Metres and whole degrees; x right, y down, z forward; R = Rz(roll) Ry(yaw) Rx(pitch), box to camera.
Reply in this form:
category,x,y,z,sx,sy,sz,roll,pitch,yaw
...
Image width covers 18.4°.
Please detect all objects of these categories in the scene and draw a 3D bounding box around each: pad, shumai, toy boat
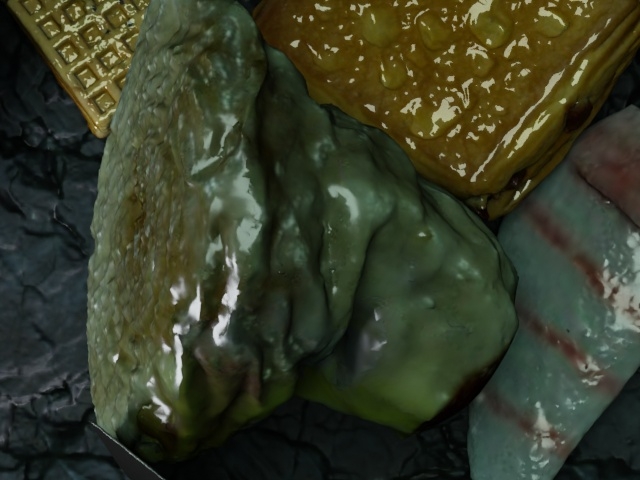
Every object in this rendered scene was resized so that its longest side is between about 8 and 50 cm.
category,x,y,z,sx,sy,sz,roll,pitch,yaw
pad,-0.080,0.175,1.251,0.143,0.211,0.003,37,78,10
shumai,0.000,0.000,1.264,0.263,0.309,0.304,8,80,-18
toy boat,0.176,0.058,1.315,0.206,0.096,0.282,40,101,22

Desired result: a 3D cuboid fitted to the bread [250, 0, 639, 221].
category,x,y,z,sx,sy,sz,roll,pitch,yaw
bread,0.085,-0.137,1.332,0.235,0.099,0.210,38,86,21

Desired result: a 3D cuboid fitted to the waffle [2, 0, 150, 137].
category,x,y,z,sx,sy,sz,roll,pitch,yaw
waffle,-0.157,-0.157,1.394,0.102,0.042,0.148,-36,79,0
